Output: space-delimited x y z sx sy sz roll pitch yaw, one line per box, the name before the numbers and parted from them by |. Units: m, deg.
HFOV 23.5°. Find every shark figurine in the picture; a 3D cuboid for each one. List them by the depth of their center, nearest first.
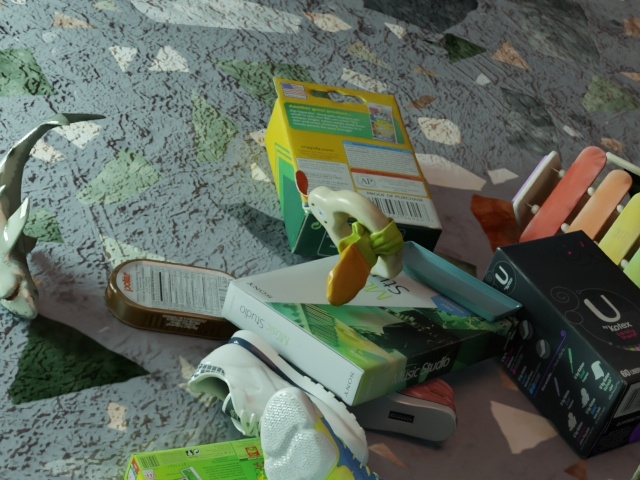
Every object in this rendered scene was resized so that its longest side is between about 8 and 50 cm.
shark figurine | -0.371 -0.038 1.923 0.166 0.278 0.116 6 -14 29

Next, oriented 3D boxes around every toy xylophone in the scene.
toy xylophone | 0.448 -0.023 2.265 0.323 0.081 0.236 25 69 14

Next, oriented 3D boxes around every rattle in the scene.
rattle | 0.000 0.000 1.973 0.200 0.130 0.142 33 76 28

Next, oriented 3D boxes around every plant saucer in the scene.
plant saucer | 0.171 0.054 2.021 0.192 0.018 0.067 32 28 31

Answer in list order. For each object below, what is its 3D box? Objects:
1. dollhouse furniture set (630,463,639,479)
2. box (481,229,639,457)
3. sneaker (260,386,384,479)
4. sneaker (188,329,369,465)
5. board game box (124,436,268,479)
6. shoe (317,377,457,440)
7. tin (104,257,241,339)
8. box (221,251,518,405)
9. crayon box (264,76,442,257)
dollhouse furniture set | 0.399 0.361 1.655 0.212 0.161 0.242 30 73 13
box | 0.346 0.130 2.035 0.165 0.143 0.270 -11 46 -36
sneaker | 0.017 0.270 1.703 0.126 0.091 0.240 -13 83 -58
sneaker | -0.047 0.207 1.814 0.235 0.090 0.095 33 50 24
board game box | -0.116 0.274 1.714 0.181 0.043 0.092 -4 43 -29
shoe | 0.083 0.191 1.905 0.178 0.063 0.081 16 26 -3
tin | -0.177 0.072 1.952 0.190 0.040 0.106 9 34 -15
box | 0.067 0.097 1.951 0.232 0.058 0.322 32 30 33
crayon box | 0.038 -0.100 2.235 0.203 0.083 0.323 7 39 -18
